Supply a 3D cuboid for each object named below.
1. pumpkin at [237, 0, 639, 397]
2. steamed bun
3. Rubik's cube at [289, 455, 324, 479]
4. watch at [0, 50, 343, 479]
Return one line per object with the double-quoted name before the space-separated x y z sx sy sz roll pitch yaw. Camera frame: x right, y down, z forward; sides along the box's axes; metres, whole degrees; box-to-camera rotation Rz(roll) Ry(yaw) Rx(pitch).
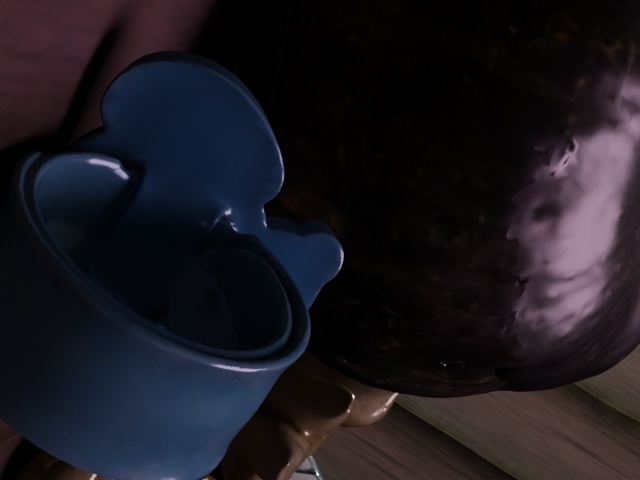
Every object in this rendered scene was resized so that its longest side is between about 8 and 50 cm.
"pumpkin" 0.119 -0.096 1.188 0.454 0.344 0.454 -45 149 -37
"steamed bun" -0.047 0.126 1.371 0.428 0.189 0.247 -38 164 -36
"Rubik's cube" -0.088 0.350 1.585 0.264 0.319 0.319 -25 172 -3
"watch" -0.087 0.032 0.832 0.211 0.211 0.193 -60 -167 25
